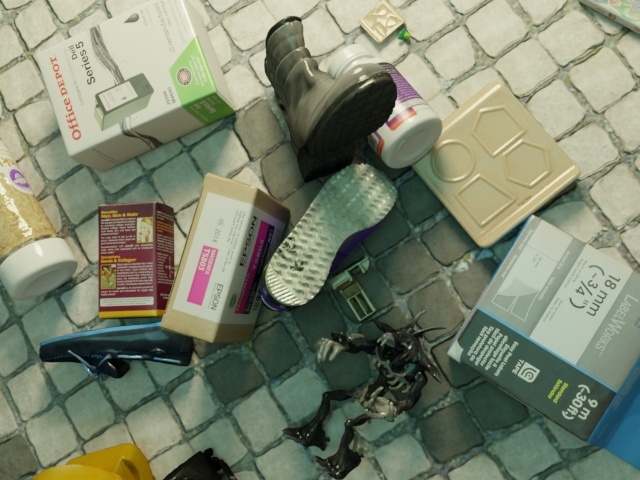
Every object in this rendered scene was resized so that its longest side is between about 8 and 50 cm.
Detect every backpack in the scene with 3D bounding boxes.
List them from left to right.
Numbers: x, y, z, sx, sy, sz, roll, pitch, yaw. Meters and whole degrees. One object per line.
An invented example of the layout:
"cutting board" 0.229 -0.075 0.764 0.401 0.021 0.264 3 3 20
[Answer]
"backpack" -0.177 0.432 1.073 0.115 0.152 0.182 -36 87 16

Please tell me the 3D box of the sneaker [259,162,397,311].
"sneaker" -0.001 0.000 1.094 0.102 0.146 0.293 43 62 2

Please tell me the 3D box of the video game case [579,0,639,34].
"video game case" 0.551 -0.419 1.081 0.206 0.026 0.227 35 91 13

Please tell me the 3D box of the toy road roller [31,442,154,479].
"toy road roller" -0.326 0.472 1.079 0.202 0.241 0.330 -19 117 15

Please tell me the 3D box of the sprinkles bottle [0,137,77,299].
"sprinkles bottle" -0.556 -0.073 1.202 0.121 0.121 0.355 -36 78 5

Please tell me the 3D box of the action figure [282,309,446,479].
"action figure" 0.069 0.214 1.038 0.164 0.141 0.276 39 96 38

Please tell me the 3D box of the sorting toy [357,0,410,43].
"sorting toy" 0.110 -0.355 1.164 0.062 0.012 0.083 -39 75 -1

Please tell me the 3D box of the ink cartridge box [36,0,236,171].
"ink cartridge box" -0.310 -0.264 1.180 0.272 0.115 0.198 -23 80 7

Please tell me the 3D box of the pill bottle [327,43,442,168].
"pill bottle" 0.093 -0.215 1.095 0.108 0.108 0.193 -37 66 5

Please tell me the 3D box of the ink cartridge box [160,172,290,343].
"ink cartridge box" -0.138 0.035 1.074 0.088 0.193 0.235 16 87 12

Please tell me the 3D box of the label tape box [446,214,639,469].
"label tape box" 0.387 0.150 1.006 0.333 0.106 0.241 31 91 13

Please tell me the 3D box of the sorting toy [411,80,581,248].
"sorting toy" 0.266 -0.119 1.099 0.193 0.038 0.208 -39 74 4

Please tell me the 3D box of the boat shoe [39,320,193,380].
"boat shoe" -0.337 0.185 1.141 0.258 0.109 0.089 -8 85 12

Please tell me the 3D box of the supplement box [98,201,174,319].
"supplement box" -0.304 0.035 1.162 0.104 0.081 0.188 -3 83 11

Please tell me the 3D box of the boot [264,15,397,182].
"boot" -0.014 -0.231 1.015 0.118 0.338 0.223 -20 83 -19

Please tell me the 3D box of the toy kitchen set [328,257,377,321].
"toy kitchen set" 0.065 0.076 1.086 0.068 0.083 0.075 -33 79 6
